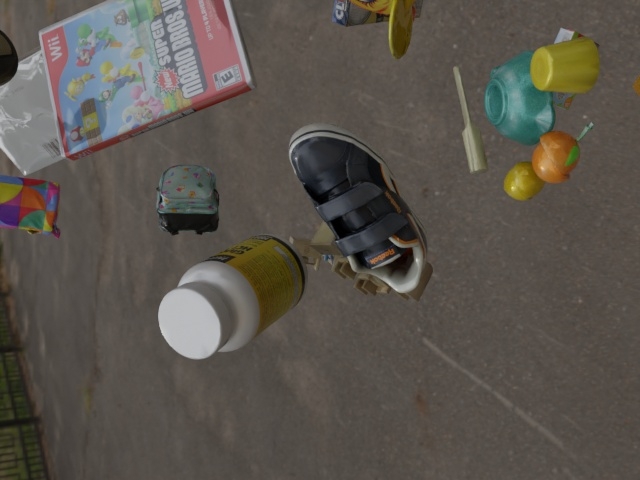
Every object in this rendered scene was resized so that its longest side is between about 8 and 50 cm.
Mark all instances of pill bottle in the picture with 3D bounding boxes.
[{"bbox_3d":[-0.174,0.112,1.350,0.188,0.334,0.188,7,107,23],"label":"pill bottle"}]

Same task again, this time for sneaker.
[{"bbox_3d":[0.071,-0.041,1.010,0.126,0.321,0.127,-27,39,29],"label":"sneaker"}]

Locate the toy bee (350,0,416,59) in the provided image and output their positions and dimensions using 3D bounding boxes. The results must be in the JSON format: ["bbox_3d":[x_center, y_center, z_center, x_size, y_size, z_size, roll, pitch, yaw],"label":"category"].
[{"bbox_3d":[0.068,-0.257,0.559,0.298,0.162,0.195,36,99,45],"label":"toy bee"}]

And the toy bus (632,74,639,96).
[{"bbox_3d":[0.578,-0.280,0.950,0.108,0.130,0.333,54,174,14],"label":"toy bus"}]

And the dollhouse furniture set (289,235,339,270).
[{"bbox_3d":[0.000,0.000,1.733,0.129,0.183,0.129,-135,54,-68],"label":"dollhouse furniture set"}]

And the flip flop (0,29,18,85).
[{"bbox_3d":[-0.512,-0.217,0.781,0.080,0.277,0.112,-21,76,63],"label":"flip flop"}]

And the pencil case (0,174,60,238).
[{"bbox_3d":[-0.567,-0.063,1.130,0.104,0.236,0.104,-171,90,-67],"label":"pencil case"}]

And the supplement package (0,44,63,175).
[{"bbox_3d":[-0.553,-0.285,1.350,0.261,0.204,0.145,-15,33,28],"label":"supplement package"}]

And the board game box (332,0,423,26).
[{"bbox_3d":[0.130,-0.523,1.308,0.042,0.243,0.165,33,128,32],"label":"board game box"}]

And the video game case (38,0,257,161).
[{"bbox_3d":[-0.241,-0.248,0.891,0.285,0.025,0.204,-19,75,11],"label":"video game case"}]

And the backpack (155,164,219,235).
[{"bbox_3d":[-0.353,-0.122,1.744,0.188,0.165,0.144,-102,13,-48],"label":"backpack"}]

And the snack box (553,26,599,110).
[{"bbox_3d":[0.494,-0.344,1.323,0.037,0.100,0.141,41,115,46],"label":"snack box"}]

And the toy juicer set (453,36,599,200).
[{"bbox_3d":[0.292,-0.167,0.951,0.329,0.089,0.209,-144,47,-75],"label":"toy juicer set"}]

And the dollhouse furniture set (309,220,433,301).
[{"bbox_3d":[0.122,0.010,1.521,0.212,0.242,0.161,-1,55,60],"label":"dollhouse furniture set"}]
